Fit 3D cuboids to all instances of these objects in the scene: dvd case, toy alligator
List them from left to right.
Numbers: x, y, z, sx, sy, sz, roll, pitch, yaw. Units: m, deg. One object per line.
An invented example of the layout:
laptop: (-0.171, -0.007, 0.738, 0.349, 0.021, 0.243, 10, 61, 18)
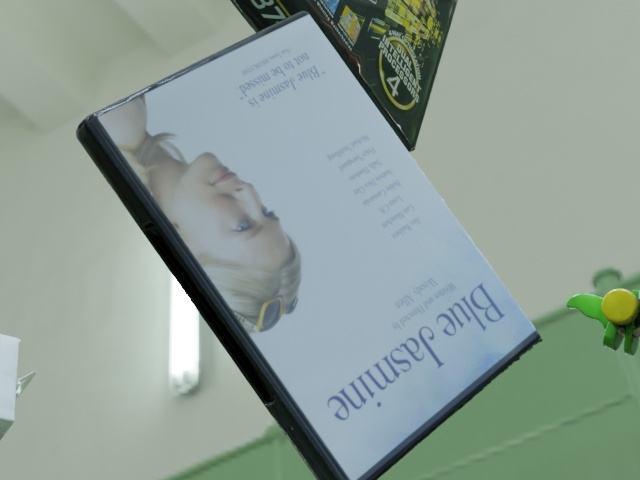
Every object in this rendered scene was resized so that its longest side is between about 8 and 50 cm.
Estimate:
dvd case: (0.000, 0.000, 0.723, 0.253, 0.180, 0.022, 55, -37, 3)
toy alligator: (0.288, 0.064, 0.985, 0.190, 0.051, 0.056, -3, -11, 26)

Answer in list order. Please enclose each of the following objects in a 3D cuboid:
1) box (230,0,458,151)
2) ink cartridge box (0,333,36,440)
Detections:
box: (0.014, -0.334, 1.457, 0.097, 0.318, 0.395, -12, -46, 33)
ink cartridge box: (-0.324, 0.130, 1.064, 0.143, 0.090, 0.092, 18, -47, -27)
